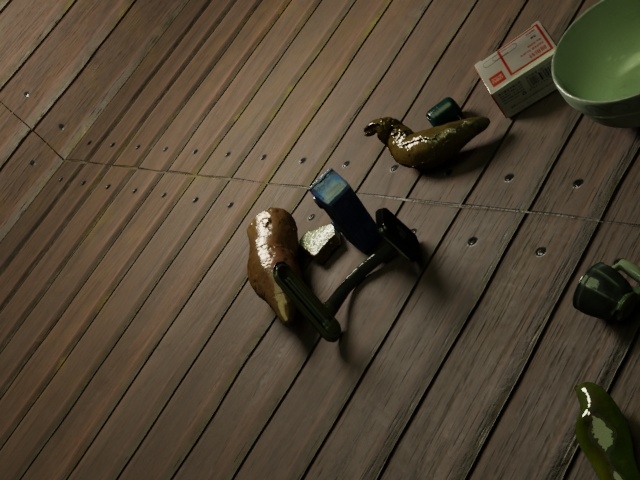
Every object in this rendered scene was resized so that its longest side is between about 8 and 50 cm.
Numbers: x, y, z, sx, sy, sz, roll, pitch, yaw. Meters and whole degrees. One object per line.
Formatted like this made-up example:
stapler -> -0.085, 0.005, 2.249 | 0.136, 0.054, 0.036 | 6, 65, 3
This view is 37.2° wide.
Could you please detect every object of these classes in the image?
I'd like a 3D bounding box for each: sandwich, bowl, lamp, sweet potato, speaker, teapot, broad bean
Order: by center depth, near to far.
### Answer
broad bean -> 0.444, 0.333, 1.411 | 0.075, 0.067, 0.325 | -60, 28, 31
teapot -> 0.493, 0.082, 1.595 | 0.091, 0.092, 0.124 | 34, 85, 37
bowl -> 0.617, -0.336, 1.836 | 0.307, 0.163, 0.307 | -25, 40, 23
lamp -> 0.049, 0.040, 1.974 | 0.283, 0.203, 0.124 | -44, 16, 5
sweet potato -> -0.104, 0.075, 2.137 | 0.131, 0.131, 0.336 | -29, 38, 19
sweet potato -> 0.228, -0.220, 2.142 | 0.310, 0.098, 0.124 | 4, 80, 40
speaker -> 0.295, -0.277, 2.186 | 0.075, 0.060, 0.094 | -37, 71, 9
sandwich -> 0.000, 0.000, 2.189 | 0.093, 0.036, 0.105 | -50, 35, -8

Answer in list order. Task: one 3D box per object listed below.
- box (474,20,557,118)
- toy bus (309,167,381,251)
box -> 0.448, -0.375, 2.090 | 0.182, 0.099, 0.133 | -31, 39, 17
toy bus -> 0.055, -0.058, 2.033 | 0.079, 0.236, 0.094 | -39, 53, 0
